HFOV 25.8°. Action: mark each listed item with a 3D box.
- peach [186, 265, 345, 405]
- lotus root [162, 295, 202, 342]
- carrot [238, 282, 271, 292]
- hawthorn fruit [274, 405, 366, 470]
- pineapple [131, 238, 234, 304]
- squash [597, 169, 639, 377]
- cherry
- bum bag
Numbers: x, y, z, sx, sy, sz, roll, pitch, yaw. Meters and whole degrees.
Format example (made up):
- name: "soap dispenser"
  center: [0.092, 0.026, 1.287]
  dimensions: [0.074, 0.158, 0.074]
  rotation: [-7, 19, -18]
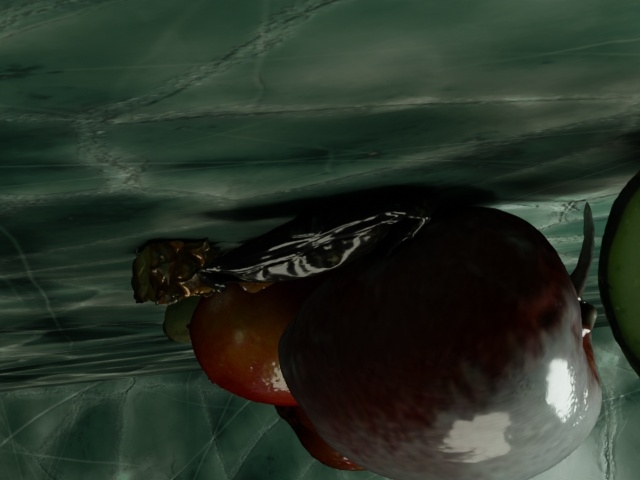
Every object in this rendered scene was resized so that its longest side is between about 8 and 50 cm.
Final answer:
- name: "peach"
  center: [-0.043, 0.107, 1.675]
  dimensions: [0.226, 0.190, 0.196]
  rotation: [-14, -176, 9]
- name: "lotus root"
  center: [-0.156, 0.097, 1.899]
  dimensions: [0.090, 0.077, 0.183]
  rotation: [-4, 170, -45]
- name: "carrot"
  center: [-0.038, 0.014, 1.532]
  dimensions: [0.048, 0.048, 0.139]
  rotation: [1, 159, -42]
- name: "hawthorn fruit"
  center: [0.070, 0.169, 1.929]
  dimensions: [0.311, 0.295, 0.295]
  rotation: [-27, 162, 30]
- name: "pineapple"
  center: [-0.161, 0.040, 1.540]
  dimensions: [0.116, 0.069, 0.137]
  rotation: [-12, 172, 29]
- name: "squash"
  center: [0.430, 0.035, 1.296]
  dimensions: [0.263, 0.263, 0.384]
  rotation: [-10, 172, 25]
- name: "cherry"
  center: [0.143, 0.122, 1.484]
  dimensions: [0.326, 0.291, 0.335]
  rotation: [25, 132, -39]
- name: "bum bag"
  center: [0.000, 0.000, 1.372]
  dimensions: [0.248, 0.069, 0.102]
  rotation: [-15, -167, 7]
